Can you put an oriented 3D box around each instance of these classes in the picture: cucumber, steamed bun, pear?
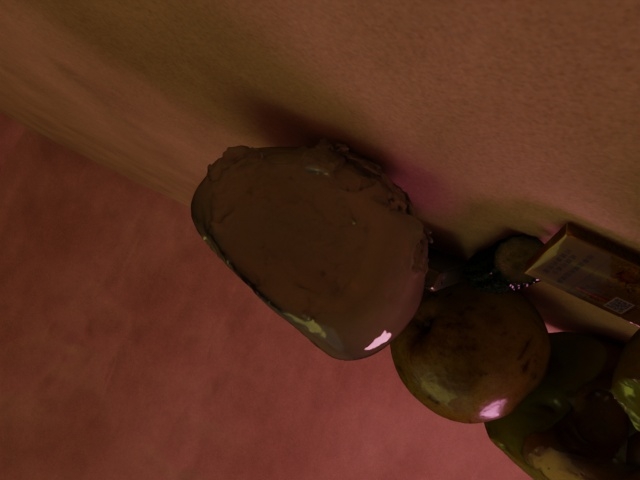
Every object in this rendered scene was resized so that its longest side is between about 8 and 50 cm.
[{"bbox_3d":[0.269,0.045,0.763,0.077,0.077,0.265,25,173,8],"label":"cucumber"},{"bbox_3d":[0.000,0.000,0.728,0.334,0.233,0.312,44,174,3],"label":"steamed bun"},{"bbox_3d":[0.279,0.208,1.003,0.304,0.303,0.304,25,173,4],"label":"pear"}]

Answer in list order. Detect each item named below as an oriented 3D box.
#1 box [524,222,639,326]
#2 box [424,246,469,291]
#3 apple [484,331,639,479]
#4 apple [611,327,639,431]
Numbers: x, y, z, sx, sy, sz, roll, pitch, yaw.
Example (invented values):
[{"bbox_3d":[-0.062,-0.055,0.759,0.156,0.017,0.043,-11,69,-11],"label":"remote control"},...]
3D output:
[{"bbox_3d":[0.331,0.042,0.586,0.157,0.022,0.089,24,144,4],"label":"box"},{"bbox_3d":[0.125,0.021,0.942,0.270,0.045,0.211,21,-167,27],"label":"box"},{"bbox_3d":[0.531,0.368,1.040,0.385,0.373,0.374,10,170,8],"label":"apple"},{"bbox_3d":[0.423,0.176,0.501,0.246,0.246,0.226,30,174,-30],"label":"apple"}]
